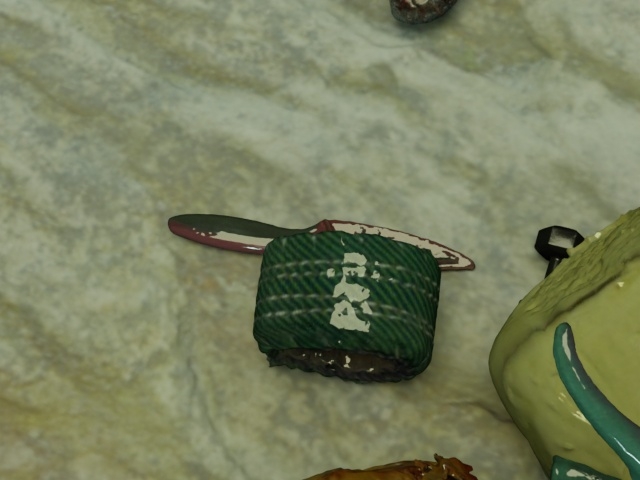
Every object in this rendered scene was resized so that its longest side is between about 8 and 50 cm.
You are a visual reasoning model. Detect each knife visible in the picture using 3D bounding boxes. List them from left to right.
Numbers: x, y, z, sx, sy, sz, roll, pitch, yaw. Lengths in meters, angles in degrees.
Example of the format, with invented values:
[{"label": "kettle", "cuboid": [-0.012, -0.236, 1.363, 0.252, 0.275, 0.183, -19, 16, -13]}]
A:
[{"label": "knife", "cuboid": [0.000, 0.000, 1.172, 0.247, 0.018, 0.035, 7, 68, 6]}]

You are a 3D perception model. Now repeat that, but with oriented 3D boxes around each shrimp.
[{"label": "shrimp", "cuboid": [0.100, -0.252, 1.226, 0.065, 0.056, 0.165, 7, 69, 16]}]

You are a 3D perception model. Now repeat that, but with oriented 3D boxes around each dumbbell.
[{"label": "dumbbell", "cuboid": [0.176, 0.030, 1.126, 0.036, 0.040, 0.083, 23, 73, -19]}]

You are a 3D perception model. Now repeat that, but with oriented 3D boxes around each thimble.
[{"label": "thimble", "cuboid": [0.019, 0.050, 1.095, 0.135, 0.118, 0.090, 5, 71, 9]}]

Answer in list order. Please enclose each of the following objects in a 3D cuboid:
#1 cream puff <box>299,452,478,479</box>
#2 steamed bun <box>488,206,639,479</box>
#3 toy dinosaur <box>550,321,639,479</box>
[{"label": "cream puff", "cuboid": [-0.030, 0.262, 0.918, 0.350, 0.350, 0.228, -11, 79, 3]}, {"label": "steamed bun", "cuboid": [0.263, 0.085, 1.018, 0.273, 0.166, 0.232, -40, 91, 25]}, {"label": "toy dinosaur", "cuboid": [0.297, 0.238, 0.917, 0.331, 0.383, 0.129, 7, 29, 12]}]
